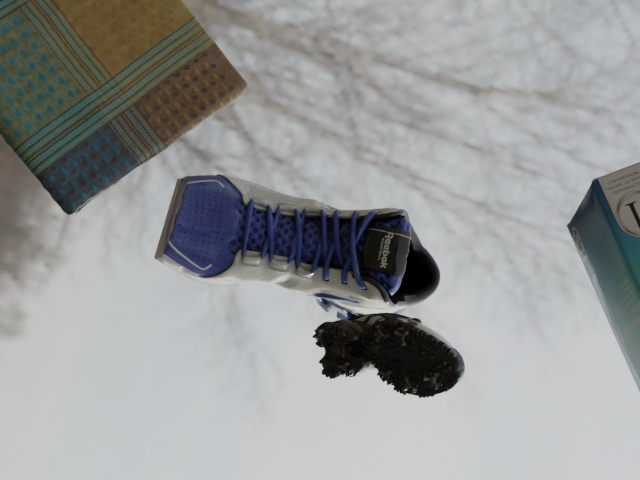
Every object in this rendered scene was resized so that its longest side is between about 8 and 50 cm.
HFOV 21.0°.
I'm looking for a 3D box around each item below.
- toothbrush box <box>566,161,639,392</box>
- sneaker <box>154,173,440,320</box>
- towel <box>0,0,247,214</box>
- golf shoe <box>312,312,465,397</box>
[{"bbox_3d":[0.339,0.067,1.247,0.126,0.216,0.295,93,-23,-76],"label":"toothbrush box"},{"bbox_3d":[0.001,0.000,1.827,0.182,0.315,0.127,-17,-122,60],"label":"sneaker"},{"bbox_3d":[-0.279,-0.236,1.784,0.271,0.370,0.040,-39,-179,-31],"label":"towel"},{"bbox_3d":[0.083,0.101,1.691,0.198,0.094,0.077,10,-70,50],"label":"golf shoe"}]
